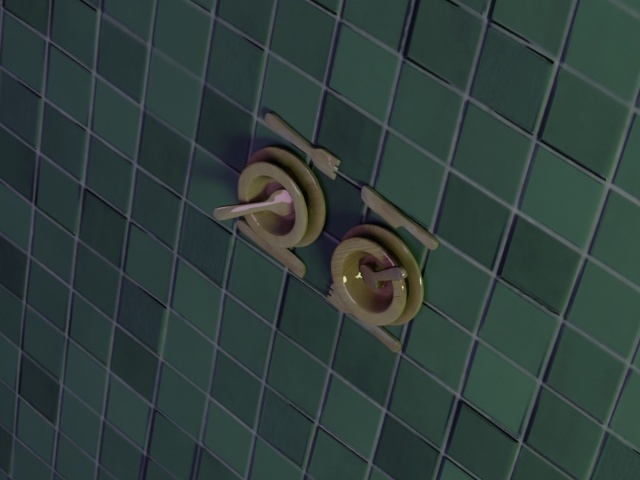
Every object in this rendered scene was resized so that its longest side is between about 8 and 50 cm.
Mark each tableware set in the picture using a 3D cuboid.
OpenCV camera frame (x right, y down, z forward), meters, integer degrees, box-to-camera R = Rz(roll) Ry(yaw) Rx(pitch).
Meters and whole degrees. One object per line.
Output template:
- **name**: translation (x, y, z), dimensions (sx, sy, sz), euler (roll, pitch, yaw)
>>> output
- **tableware set**: translation (0.000, 0.000, 1.395), dimensions (0.194, 0.039, 0.128), euler (39, 134, 24)
